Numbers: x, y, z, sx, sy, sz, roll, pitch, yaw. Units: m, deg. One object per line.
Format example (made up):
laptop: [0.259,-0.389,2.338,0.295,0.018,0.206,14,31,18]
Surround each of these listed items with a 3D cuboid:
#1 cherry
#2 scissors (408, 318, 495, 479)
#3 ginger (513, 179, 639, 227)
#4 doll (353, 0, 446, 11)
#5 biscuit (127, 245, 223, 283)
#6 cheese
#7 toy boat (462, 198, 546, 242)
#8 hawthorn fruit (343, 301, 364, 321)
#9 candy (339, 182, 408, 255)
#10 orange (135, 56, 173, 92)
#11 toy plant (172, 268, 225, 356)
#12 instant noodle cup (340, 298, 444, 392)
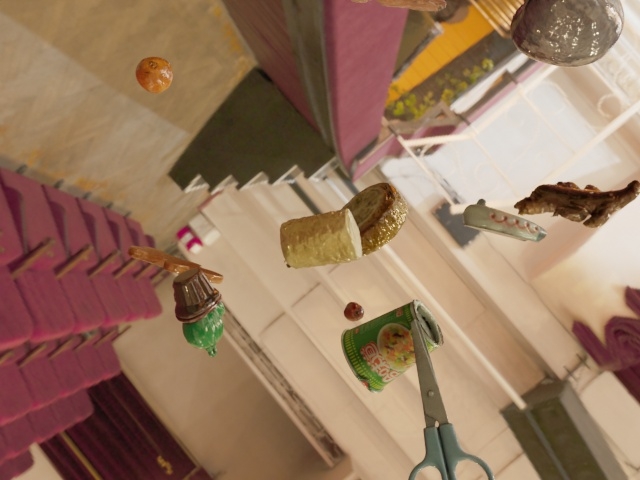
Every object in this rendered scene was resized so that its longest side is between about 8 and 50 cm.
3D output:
cherry: [0.601,-0.556,1.505,0.218,0.296,0.255,-61,178,-24]
scissors: [0.264,0.397,1.409,0.193,0.446,0.029,-12,157,7]
ginger: [0.739,-0.107,1.767,0.080,0.333,0.166,57,48,-52]
doll: [0.202,-0.711,1.654,0.201,0.304,0.156,-85,-173,-78]
biscuit: [-0.367,0.068,1.558,0.165,0.250,0.036,9,100,-79]
cheese: [0.000,0.000,1.355,0.167,0.123,0.094,-9,-162,19]
toy boat: [0.462,-0.050,1.538,0.134,0.208,0.078,-124,-131,-84]
hawthorn fruit: [0.121,0.252,2.145,0.077,0.077,0.077,-40,177,-2]
candy: [0.150,-0.068,1.892,0.260,0.118,0.259,-32,-151,20]
orange: [-0.372,-0.370,1.359,0.083,0.083,0.083,-40,177,-2]
toy plant: [-0.265,0.163,1.365,0.105,0.200,0.143,-10,-160,14]
instant noodle cup: [0.209,0.286,1.693,0.233,0.207,0.207,-34,180,21]
